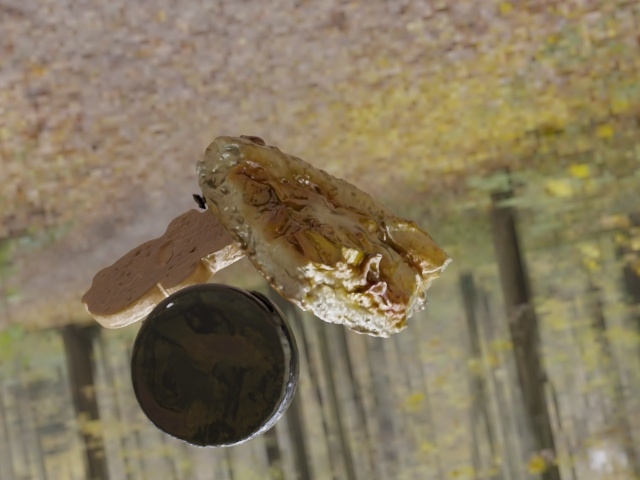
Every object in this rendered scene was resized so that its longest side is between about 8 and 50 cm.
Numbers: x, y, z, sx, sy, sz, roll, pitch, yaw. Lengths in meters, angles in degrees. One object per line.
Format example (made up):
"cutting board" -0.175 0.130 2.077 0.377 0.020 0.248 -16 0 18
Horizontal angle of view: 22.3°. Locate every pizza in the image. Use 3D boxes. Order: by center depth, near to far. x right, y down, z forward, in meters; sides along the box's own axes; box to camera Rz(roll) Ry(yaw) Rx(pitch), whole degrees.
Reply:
"pizza" 0.000 0.000 1.019 0.062 0.182 0.161 -52 -173 26

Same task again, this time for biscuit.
"biscuit" -0.132 0.023 1.449 0.184 0.027 0.133 -36 -153 2

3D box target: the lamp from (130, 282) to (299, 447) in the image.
"lamp" -0.082 0.067 1.220 0.130 0.108 0.371 -54 -173 5
